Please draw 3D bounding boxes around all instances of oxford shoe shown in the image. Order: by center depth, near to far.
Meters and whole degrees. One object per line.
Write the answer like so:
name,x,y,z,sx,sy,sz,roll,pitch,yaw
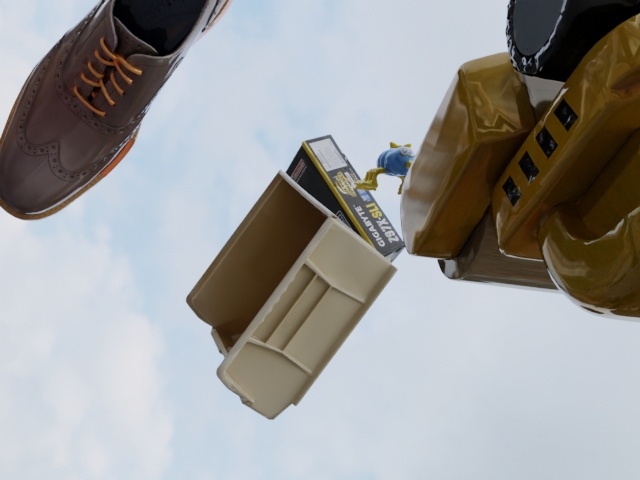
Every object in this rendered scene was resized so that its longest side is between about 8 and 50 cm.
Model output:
oxford shoe,-0.218,-0.173,0.885,0.130,0.133,0.364,35,-89,-10

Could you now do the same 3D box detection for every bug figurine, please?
bug figurine,0.171,-0.089,1.183,0.216,0.279,0.072,-168,-95,-72

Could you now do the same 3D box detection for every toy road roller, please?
toy road roller,0.199,-0.025,0.585,0.329,0.202,0.241,114,-21,-52

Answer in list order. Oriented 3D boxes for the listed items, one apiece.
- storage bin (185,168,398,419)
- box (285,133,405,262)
storage bin,-0.056,0.066,1.196,0.260,0.123,0.262,-53,-156,3
box,0.000,0.000,1.658,0.257,0.079,0.322,56,-37,16
